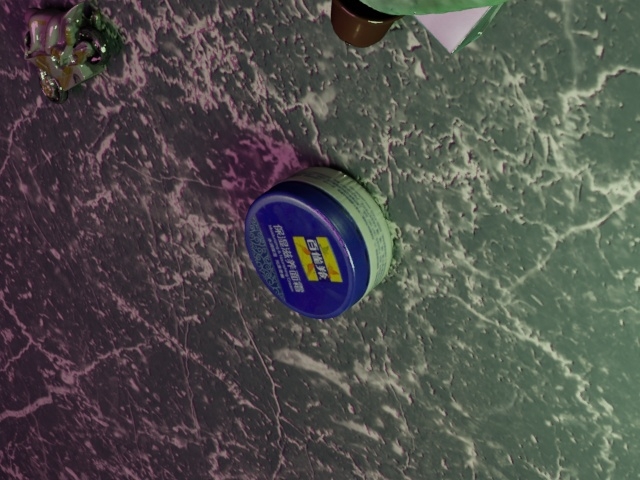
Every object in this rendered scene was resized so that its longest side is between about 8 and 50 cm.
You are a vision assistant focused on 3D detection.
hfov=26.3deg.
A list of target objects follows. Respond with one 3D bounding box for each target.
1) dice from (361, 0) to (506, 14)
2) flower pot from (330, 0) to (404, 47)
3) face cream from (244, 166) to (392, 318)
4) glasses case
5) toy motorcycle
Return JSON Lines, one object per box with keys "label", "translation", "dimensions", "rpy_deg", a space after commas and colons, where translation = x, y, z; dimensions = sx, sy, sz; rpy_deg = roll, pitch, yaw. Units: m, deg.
{"label": "dice", "translation": [0.167, -0.422, 1.293], "dimensions": [0.330, 0.348, 0.328], "rpy_deg": [6, 122, 51]}
{"label": "flower pot", "translation": [0.056, -0.293, 1.702], "dimensions": [0.111, 0.111, 0.089], "rpy_deg": [46, 157, 10]}
{"label": "face cream", "translation": [0.000, 0.000, 1.960], "dimensions": [0.206, 0.111, 0.206], "rpy_deg": [26, 134, 30]}
{"label": "glasses case", "translation": [0.105, -0.352, 1.644], "dimensions": [0.266, 0.056, 0.105], "rpy_deg": [46, 117, 10]}
{"label": "toy motorcycle", "translation": [-0.416, -0.315, 2.188], "dimensions": [0.225, 0.073, 0.152], "rpy_deg": [-28, 93, 53]}
